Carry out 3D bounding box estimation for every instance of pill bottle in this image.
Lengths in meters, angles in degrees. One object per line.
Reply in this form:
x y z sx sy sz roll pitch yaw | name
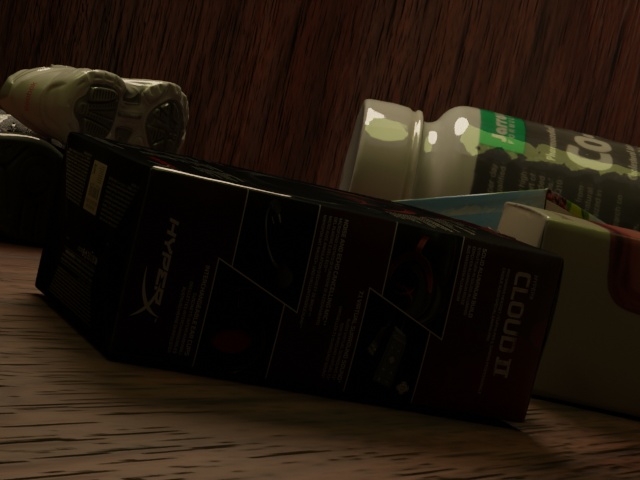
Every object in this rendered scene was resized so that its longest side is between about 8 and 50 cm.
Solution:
0.201 -0.022 1.710 0.361 0.204 0.204 13 4 -4 | pill bottle

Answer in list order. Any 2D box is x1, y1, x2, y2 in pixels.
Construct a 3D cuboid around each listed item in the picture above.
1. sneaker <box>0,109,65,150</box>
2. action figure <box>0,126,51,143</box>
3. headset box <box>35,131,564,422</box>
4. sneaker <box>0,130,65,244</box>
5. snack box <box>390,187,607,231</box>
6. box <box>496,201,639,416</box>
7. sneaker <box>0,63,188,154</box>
-0.350 -0.101 1.797 0.269 0.101 0.153 7 5 -7 | sneaker
-0.258 -0.067 1.610 0.285 0.099 0.185 18 0 22 | action figure
-0.007 0.022 1.039 0.293 0.110 0.218 12 4 -23 | headset box
-0.249 -0.045 1.409 0.130 0.087 0.227 14 0 34 | sneaker
0.176 0.020 1.470 0.174 0.070 0.207 -4 -18 39 | snack box
0.243 0.060 1.224 0.232 0.127 0.148 13 4 -7 | box
-0.207 -0.122 1.531 0.115 0.090 0.232 18 -2 26 | sneaker
